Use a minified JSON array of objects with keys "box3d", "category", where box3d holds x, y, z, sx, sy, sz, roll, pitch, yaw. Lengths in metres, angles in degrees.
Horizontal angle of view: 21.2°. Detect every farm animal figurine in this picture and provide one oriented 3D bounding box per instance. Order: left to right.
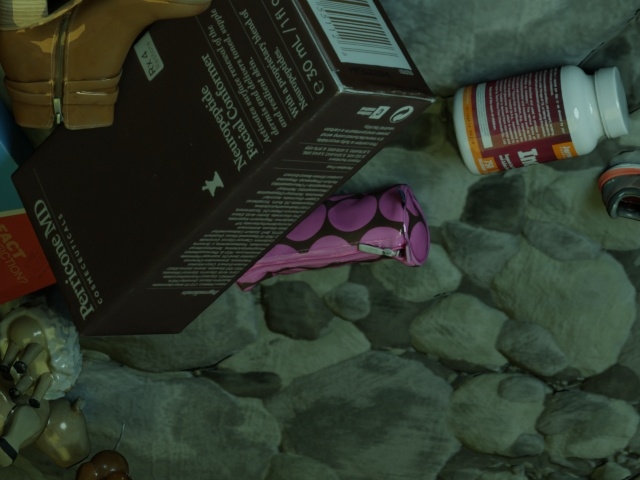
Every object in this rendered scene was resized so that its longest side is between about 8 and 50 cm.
[{"box3d":[-0.354,0.213,1.917,0.330,0.172,0.326,-10,118,26],"category":"farm animal figurine"}]

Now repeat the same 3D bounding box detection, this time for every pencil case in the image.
[{"box3d":[0.000,0.000,1.709,0.209,0.098,0.095,-10,130,17],"category":"pencil case"}]

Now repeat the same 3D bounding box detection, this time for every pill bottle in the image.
[{"box3d":[0.205,-0.114,1.586,0.152,0.086,0.086,-11,129,17],"category":"pill bottle"}]

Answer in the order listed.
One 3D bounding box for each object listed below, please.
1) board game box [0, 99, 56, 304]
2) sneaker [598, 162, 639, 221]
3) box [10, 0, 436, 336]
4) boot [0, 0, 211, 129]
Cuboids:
[{"box3d":[-0.427,-0.017,1.739,0.317,0.064,0.242,-22,126,12],"category":"board game box"},{"box3d":[0.348,-0.035,1.652,0.158,0.065,0.061,-1,132,9],"category":"sneaker"},{"box3d":[-0.099,-0.091,1.547,0.143,0.191,0.381,0,145,-49],"category":"box"},{"box3d":[-0.184,-0.167,1.483,0.197,0.073,0.152,4,121,8],"category":"boot"}]
